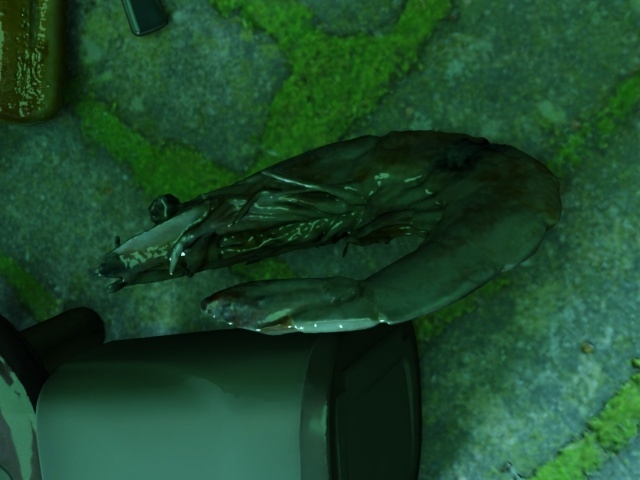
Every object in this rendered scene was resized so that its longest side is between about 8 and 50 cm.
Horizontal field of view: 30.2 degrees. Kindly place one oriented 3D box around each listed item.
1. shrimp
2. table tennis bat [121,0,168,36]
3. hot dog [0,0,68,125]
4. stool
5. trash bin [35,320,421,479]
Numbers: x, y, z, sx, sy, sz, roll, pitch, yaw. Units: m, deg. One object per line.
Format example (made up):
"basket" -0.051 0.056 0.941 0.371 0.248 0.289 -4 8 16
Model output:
"shrimp" 0.000 0.000 0.879 0.360 0.247 0.085 -10 119 8
"table tennis bat" -0.196 -0.307 1.016 0.154 0.021 0.274 -23 95 -9
"hot dog" -0.258 -0.244 1.042 0.087 0.061 0.286 6 92 -3
"stool" -0.311 0.165 1.019 0.272 0.178 0.272 1 93 18
"trash bin" -0.067 0.163 0.918 0.250 0.220 0.219 -3 96 21
